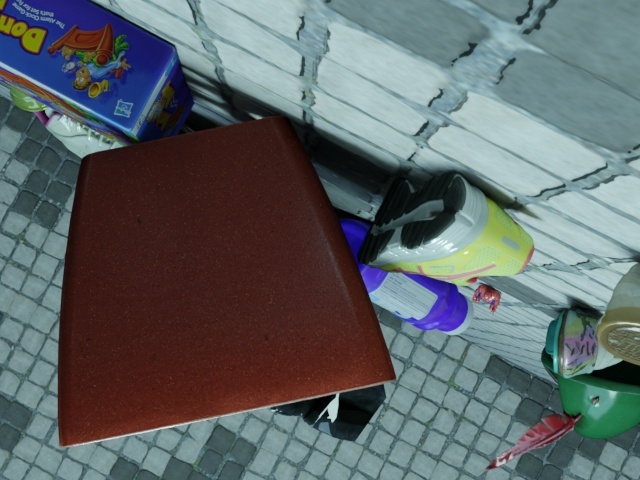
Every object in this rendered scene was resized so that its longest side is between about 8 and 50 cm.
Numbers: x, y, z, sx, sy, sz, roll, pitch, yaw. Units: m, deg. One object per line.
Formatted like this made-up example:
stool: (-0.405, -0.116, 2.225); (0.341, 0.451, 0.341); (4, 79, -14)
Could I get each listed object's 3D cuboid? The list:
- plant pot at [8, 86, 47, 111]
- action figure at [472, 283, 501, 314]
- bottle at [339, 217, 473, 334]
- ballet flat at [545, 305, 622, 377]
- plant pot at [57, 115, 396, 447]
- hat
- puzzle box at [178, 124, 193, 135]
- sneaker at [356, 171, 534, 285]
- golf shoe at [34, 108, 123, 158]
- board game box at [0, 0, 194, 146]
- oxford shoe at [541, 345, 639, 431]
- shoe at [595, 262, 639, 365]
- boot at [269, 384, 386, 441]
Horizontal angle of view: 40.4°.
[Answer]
plant pot: (-0.379, -0.223, 1.120); (0.083, 0.083, 0.079); (26, 163, 18)
action figure: (0.232, 0.081, 1.210); (0.038, 0.030, 0.115); (32, 175, 13)
bottle: (0.120, 0.063, 1.243); (0.283, 0.092, 0.118); (31, -178, -44)
ballet flat: (0.295, 0.114, 0.967); (0.079, 0.077, 0.221); (8, 177, 13)
plant pot: (-0.090, 0.031, 0.800); (0.267, 0.236, 0.267); (-11, 174, 1)
hat: (0.343, 0.244, 1.087); (0.172, 0.184, 0.208); (7, -173, -16)
puzzle box: (-0.103, -0.031, 1.152); (0.272, 0.052, 0.409); (50, -173, 25)
sneaker: (0.096, 0.002, 0.693); (0.094, 0.081, 0.208); (26, 176, -14)
golf shoe: (-0.333, -0.164, 1.287); (0.306, 0.115, 0.140); (23, 171, 40)
board game box: (-0.291, -0.194, 0.784); (0.347, 0.078, 0.233); (28, 176, -3)
oxford shoe: (0.410, 0.191, 1.196); (0.227, 0.083, 0.096); (28, 154, 29)
shoe: (0.292, 0.076, 0.561); (0.219, 0.058, 0.077); (23, 144, 12)
boot: (-0.087, 0.105, 1.394); (0.366, 0.146, 0.445); (14, -151, -6)
